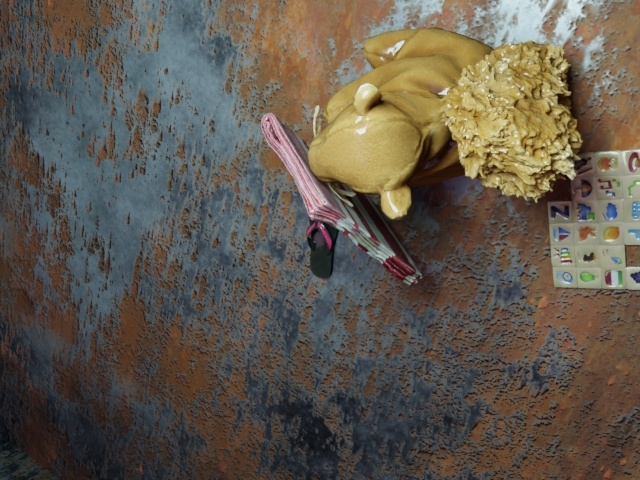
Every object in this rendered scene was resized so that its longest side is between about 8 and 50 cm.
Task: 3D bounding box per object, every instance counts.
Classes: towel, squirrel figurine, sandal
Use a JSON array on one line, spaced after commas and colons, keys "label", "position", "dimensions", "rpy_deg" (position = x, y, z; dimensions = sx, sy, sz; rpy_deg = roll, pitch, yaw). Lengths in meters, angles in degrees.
[{"label": "towel", "position": [0.040, -0.061, 1.102], "dimensions": [0.037, 0.329, 0.237], "rpy_deg": [-40, 50, 14]}, {"label": "squirrel figurine", "position": [0.177, -0.181, 0.975], "dimensions": [0.396, 0.370, 0.281], "rpy_deg": [-1, 108, 31]}, {"label": "sandal", "position": [0.000, 0.000, 1.356], "dimensions": [0.067, 0.040, 0.179], "rpy_deg": [12, 115, 27]}]

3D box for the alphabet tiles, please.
[{"label": "alphabet tiles", "position": [0.479, -0.031, 1.077], "dimensions": [0.198, 0.009, 0.237], "rpy_deg": [0, 108, 31]}]
